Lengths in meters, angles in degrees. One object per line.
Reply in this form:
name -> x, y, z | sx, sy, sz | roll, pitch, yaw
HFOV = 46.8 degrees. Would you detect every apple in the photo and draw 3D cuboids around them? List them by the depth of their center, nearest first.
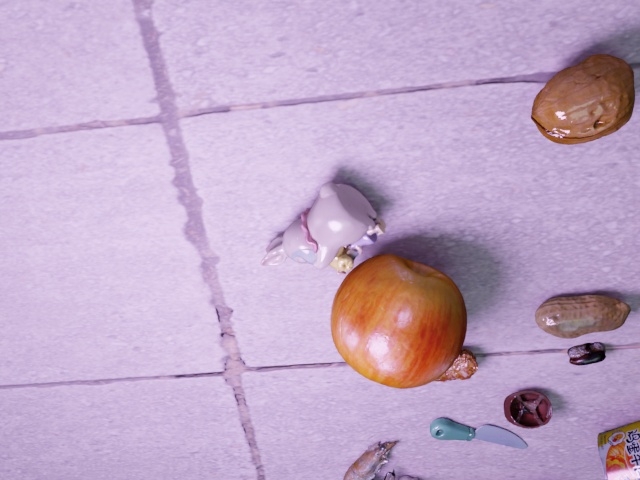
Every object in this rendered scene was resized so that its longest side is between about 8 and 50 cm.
apple -> 0.159, 0.157, 1.473 | 0.286, 0.286, 0.233 | 19, 106, -8

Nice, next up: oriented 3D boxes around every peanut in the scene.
peanut -> 0.553, 0.162, 1.560 | 0.194, 0.083, 0.093 | -3, 110, 8

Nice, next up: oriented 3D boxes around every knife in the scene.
knife -> 0.395, 0.475, 1.821 | 0.261, 0.034, 0.063 | 10, 118, -10

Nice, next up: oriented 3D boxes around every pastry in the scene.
pastry -> 0.271, 0.279, 1.678 | 0.170, 0.063, 0.087 | -1, 115, 11

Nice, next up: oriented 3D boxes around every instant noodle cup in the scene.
instant noodle cup -> 0.770, 0.527, 1.702 | 0.200, 0.264, 0.264 | -20, 120, 24

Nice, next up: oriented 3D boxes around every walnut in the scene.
walnut -> 0.452, -0.235, 1.273 | 0.180, 0.144, 0.144 | -21, 120, 7

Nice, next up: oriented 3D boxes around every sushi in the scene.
sushi -> 0.596, 0.260, 1.646 | 0.083, 0.046, 0.044 | -14, 122, 13

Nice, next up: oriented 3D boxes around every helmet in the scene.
helmet -> 0.484, 0.393, 1.738 | 0.111, 0.057, 0.089 | 3, 88, 9

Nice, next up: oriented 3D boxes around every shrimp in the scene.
shrimp -> 0.144, 0.595, 1.884 | 0.126, 0.047, 0.223 | 41, 116, 13

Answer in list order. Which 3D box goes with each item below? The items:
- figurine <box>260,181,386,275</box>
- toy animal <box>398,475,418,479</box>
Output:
figurine -> 0.000, 0.000, 1.477 | 0.155, 0.127, 0.235 | 30, 127, -26
toy animal -> 0.235, 0.669, 1.906 | 0.131, 0.127, 0.182 | 40, 129, -13
